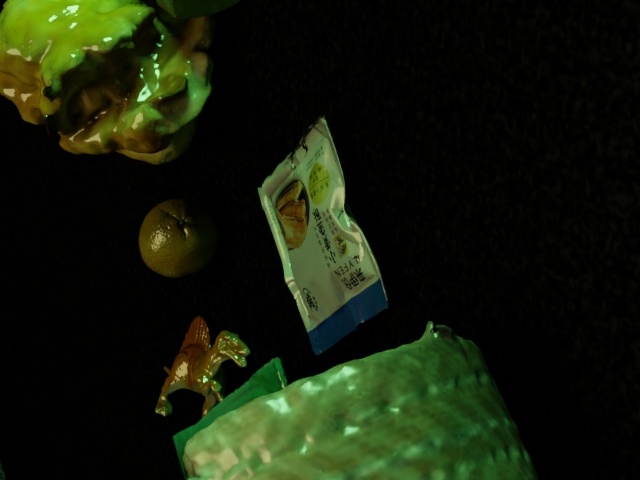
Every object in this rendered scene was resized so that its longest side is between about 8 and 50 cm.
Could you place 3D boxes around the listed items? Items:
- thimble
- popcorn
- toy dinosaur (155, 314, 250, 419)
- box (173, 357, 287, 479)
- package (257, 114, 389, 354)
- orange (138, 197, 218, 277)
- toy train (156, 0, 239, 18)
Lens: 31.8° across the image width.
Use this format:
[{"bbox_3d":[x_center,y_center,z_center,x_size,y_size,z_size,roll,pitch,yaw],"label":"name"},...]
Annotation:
[{"bbox_3d":[0.030,0.166,0.780,0.196,0.229,0.148,95,154,-67],"label":"thimble"},{"bbox_3d":[-0.213,-0.166,1.128,0.253,0.191,0.190,37,149,37],"label":"popcorn"},{"bbox_3d":[-0.148,0.140,1.288,0.212,0.057,0.142,34,120,50],"label":"toy dinosaur"},{"bbox_3d":[-0.014,0.260,1.040,0.336,0.106,0.264,-42,66,58],"label":"box"},{"bbox_3d":[0.000,0.000,0.975,0.171,0.027,0.173,-43,61,59],"label":"package"},{"bbox_3d":[-0.151,-0.004,1.190,0.095,0.085,0.085,118,132,-64],"label":"orange"},{"bbox_3d":[-0.154,-0.304,1.060,0.225,0.090,0.137,45,150,52],"label":"toy train"}]
